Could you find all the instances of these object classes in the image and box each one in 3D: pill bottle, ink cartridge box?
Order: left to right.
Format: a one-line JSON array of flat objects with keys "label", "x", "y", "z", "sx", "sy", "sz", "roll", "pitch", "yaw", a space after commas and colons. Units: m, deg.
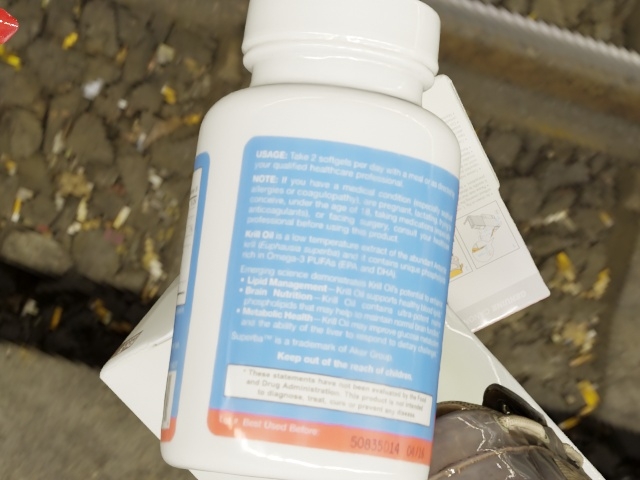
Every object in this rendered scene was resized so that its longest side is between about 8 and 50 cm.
[{"label": "pill bottle", "x": 0.000, "y": 0.000, "z": 0.771, "sx": 0.124, "sy": 0.124, "sz": 0.221, "roll": 9, "pitch": 82, "yaw": -15}, {"label": "ink cartridge box", "x": 0.053, "y": 0.003, "z": 1.782, "sx": 0.296, "sy": 0.066, "sz": 0.261, "roll": -25, "pitch": 91, "yaw": -3}]

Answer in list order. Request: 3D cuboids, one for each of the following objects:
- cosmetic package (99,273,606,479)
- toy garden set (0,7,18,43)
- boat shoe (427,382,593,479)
[{"label": "cosmetic package", "x": 0.040, "y": 0.164, "z": 1.323, "sx": 0.385, "sy": 0.217, "sz": 0.156, "roll": 50, "pitch": 48, "yaw": -12}, {"label": "toy garden set", "x": -0.277, "y": -0.144, "z": 1.027, "sx": 0.244, "sy": 0.049, "sz": 0.203, "roll": -13, "pitch": 62, "yaw": 12}, {"label": "boat shoe", "x": 0.103, "y": 0.144, "z": 0.949, "sx": 0.132, "sy": 0.355, "sz": 0.130, "roll": -22, "pitch": 80, "yaw": 1}]
